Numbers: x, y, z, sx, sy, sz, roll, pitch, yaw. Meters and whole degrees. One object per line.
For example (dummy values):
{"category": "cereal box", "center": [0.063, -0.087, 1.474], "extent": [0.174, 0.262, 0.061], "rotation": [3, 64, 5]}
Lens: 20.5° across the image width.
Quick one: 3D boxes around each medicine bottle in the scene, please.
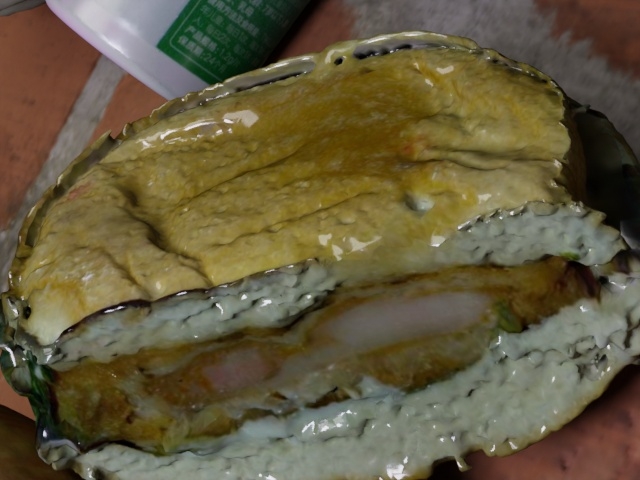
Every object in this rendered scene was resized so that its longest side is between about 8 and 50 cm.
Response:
{"category": "medicine bottle", "center": [-0.033, -0.213, 1.045], "extent": [0.274, 0.133, 0.133], "rotation": [-52, 37, 4]}

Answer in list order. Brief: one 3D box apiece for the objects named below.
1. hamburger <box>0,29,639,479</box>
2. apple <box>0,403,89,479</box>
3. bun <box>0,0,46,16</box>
{"category": "hamburger", "center": [0.000, 0.000, 0.813], "extent": [0.309, 0.132, 0.211], "rotation": [-16, 34, 13]}
{"category": "apple", "center": [-0.194, 0.225, 0.832], "extent": [0.277, 0.250, 0.309], "rotation": [53, 127, 36]}
{"category": "bun", "center": [-0.185, -0.282, 1.171], "extent": [0.359, 0.211, 0.360], "rotation": [-33, 13, 9]}
